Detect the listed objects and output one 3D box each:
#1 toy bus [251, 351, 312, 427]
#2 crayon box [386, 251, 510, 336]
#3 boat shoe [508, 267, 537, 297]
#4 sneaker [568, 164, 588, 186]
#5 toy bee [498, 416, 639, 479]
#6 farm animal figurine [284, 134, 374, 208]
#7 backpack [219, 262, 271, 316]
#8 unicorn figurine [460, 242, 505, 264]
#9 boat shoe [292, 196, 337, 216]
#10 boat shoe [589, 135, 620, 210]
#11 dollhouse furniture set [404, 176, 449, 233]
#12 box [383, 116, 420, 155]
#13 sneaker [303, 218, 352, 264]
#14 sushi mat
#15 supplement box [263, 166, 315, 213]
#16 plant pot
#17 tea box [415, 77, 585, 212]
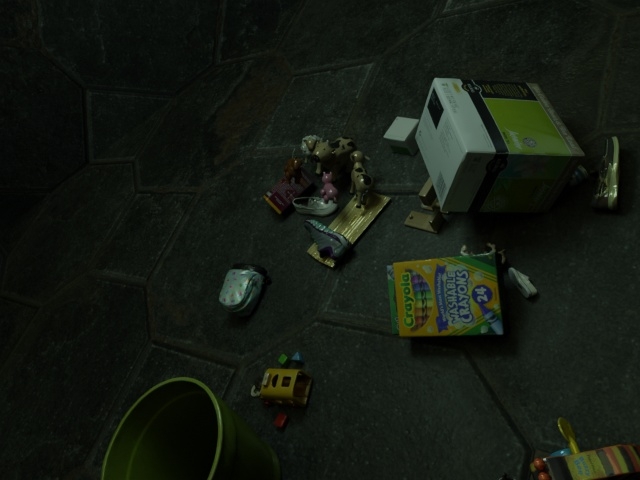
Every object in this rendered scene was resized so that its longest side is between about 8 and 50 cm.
[{"bbox_3d":[-0.127,0.423,1.501,0.202,0.104,0.191,-42,44,0],"label":"toy bus"},{"bbox_3d":[0.315,0.149,1.355,0.323,0.083,0.202,-8,83,31],"label":"crayon box"},{"bbox_3d":[0.528,0.107,1.335,0.035,0.035,0.100,-14,41,-9],"label":"boat shoe"},{"bbox_3d":[0.679,-0.202,1.445,0.059,0.053,0.144,-41,43,5],"label":"sneaker"},{"bbox_3d":[0.484,0.465,0.998,0.298,0.162,0.195,-39,46,4],"label":"toy bee"},{"bbox_3d":[0.051,-0.277,1.790,0.331,0.172,0.326,18,36,10],"label":"farm animal figurine"},{"bbox_3d":[-0.276,0.172,1.792,0.152,0.115,0.181,0,61,32],"label":"backpack"},{"bbox_3d":[0.425,0.058,1.403,0.162,0.060,0.111,-20,32,19],"label":"unicorn figurine"},{"bbox_3d":[-0.023,-0.134,1.881,0.184,0.063,0.066,10,64,40],"label":"boat shoe"},{"bbox_3d":[0.752,-0.180,1.358,0.074,0.080,0.223,0,63,29],"label":"boat shoe"},{"bbox_3d":[0.317,-0.133,1.578,0.123,0.151,0.144,18,67,42],"label":"dollhouse furniture set"},{"bbox_3d":[0.301,-0.370,1.814,0.101,0.087,0.102,23,73,44],"label":"box"},{"bbox_3d":[0.000,0.000,1.724,0.224,0.083,0.098,29,81,46],"label":"sneaker"},{"bbox_3d":[0.095,-0.049,1.764,0.316,0.019,0.151,-50,43,-7],"label":"sushi mat"},{"bbox_3d":[-0.123,-0.198,1.965,0.188,0.081,0.104,-44,18,-1],"label":"supplement box"},{"bbox_3d":[-0.289,0.586,1.313,0.367,0.353,0.366,-19,49,24],"label":"plant pot"},{"bbox_3d":[0.474,-0.264,1.420,0.324,0.219,0.328,0,49,-8],"label":"tea box"}]
